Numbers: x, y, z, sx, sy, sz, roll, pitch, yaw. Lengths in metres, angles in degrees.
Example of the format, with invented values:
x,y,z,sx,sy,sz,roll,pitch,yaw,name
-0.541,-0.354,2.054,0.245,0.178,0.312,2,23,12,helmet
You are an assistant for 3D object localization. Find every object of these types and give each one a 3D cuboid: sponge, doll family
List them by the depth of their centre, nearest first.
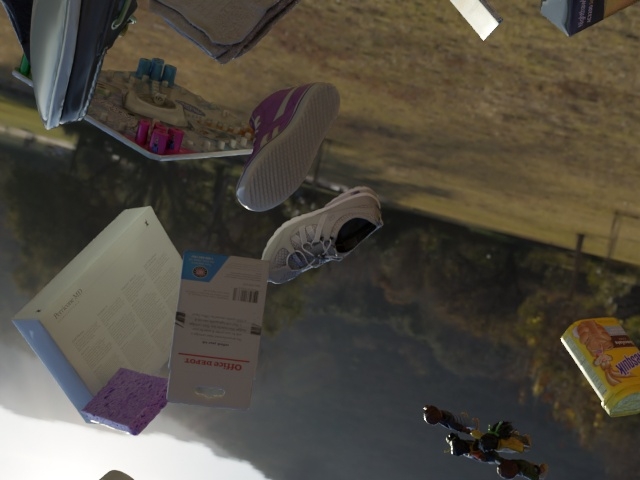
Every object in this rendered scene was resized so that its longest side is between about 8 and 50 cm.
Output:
x,y,z,sx,sy,sz,roll,pitch,yaw,name
0.221,0.276,1.241,0.193,0.076,0.111,7,175,42,doll family
-0.358,0.299,1.677,0.210,0.117,0.031,-2,130,53,sponge

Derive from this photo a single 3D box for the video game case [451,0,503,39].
x,y,z,sx,sy,sz,roll,pitch,yaw,name
0.294,-0.486,1.803,0.166,0.015,0.119,49,175,0,video game case

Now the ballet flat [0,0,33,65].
x,y,z,sx,sy,sz,roll,pitch,yaw,name
-0.442,-0.372,1.348,0.084,0.250,0.058,-11,-143,0,ballet flat

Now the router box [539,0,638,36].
x,y,z,sx,sy,sz,roll,pitch,yaw,name
0.451,-0.484,1.322,0.081,0.243,0.309,55,169,35,router box

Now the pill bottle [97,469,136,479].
x,y,z,sx,sy,sz,roll,pitch,yaw,name
-0.318,0.401,1.110,0.136,0.136,0.245,12,-144,35,pill bottle

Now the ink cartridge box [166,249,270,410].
x,y,z,sx,sy,sz,roll,pitch,yaw,name
-0.124,0.107,1.084,0.104,0.180,0.060,8,176,-6,ink cartridge box

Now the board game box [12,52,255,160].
x,y,z,sx,sy,sz,roll,pitch,yaw,name
-0.314,-0.267,1.726,0.390,0.050,0.390,31,-157,25,board game box

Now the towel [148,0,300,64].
x,y,z,sx,sy,sz,roll,pitch,yaw,name
-0.101,-0.389,1.282,0.187,0.282,0.049,38,170,27,towel

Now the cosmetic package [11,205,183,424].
x,y,z,sx,sy,sz,roll,pitch,yaw,name
-0.421,0.150,1.877,0.097,0.377,0.284,-4,124,35,cosmetic package

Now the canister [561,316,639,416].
x,y,z,sx,sy,sz,roll,pitch,yaw,name
0.524,0.222,1.605,0.126,0.073,0.170,-2,-135,-28,canister

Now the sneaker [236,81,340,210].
x,y,z,sx,sy,sz,roll,pitch,yaw,name
-0.090,-0.170,1.636,0.161,0.282,0.102,9,146,45,sneaker

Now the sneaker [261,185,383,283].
x,y,z,sx,sy,sz,roll,pitch,yaw,name
0.000,0.000,1.789,0.105,0.281,0.115,47,-168,-33,sneaker

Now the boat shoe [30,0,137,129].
x,y,z,sx,sy,sz,roll,pitch,yaw,name
-0.214,-0.241,0.849,0.091,0.305,0.109,-6,-140,-35,boat shoe
